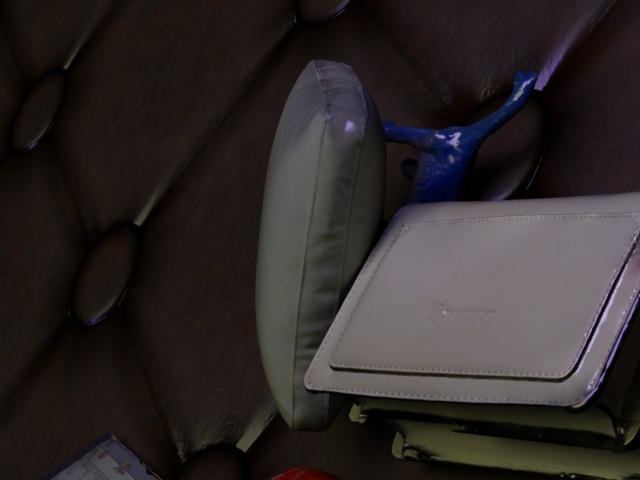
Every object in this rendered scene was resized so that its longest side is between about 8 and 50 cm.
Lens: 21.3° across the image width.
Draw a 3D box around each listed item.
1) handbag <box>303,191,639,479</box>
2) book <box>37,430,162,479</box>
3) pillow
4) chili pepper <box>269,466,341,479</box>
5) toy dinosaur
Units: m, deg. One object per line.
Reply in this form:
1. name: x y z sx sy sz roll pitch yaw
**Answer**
1. handbag: 0.182 0.072 1.461 0.358 0.160 0.236 -2 58 52
2. book: -0.253 0.305 1.916 0.157 0.026 0.231 -35 29 -17
3. pillow: 0.000 0.000 1.668 0.255 0.120 0.322 -97 14 -73
4. chili pepper: -0.006 0.259 1.646 0.123 0.070 0.073 11 82 56
5. toy dinosaur: 0.131 -0.045 1.696 0.188 0.075 0.247 1 78 52
